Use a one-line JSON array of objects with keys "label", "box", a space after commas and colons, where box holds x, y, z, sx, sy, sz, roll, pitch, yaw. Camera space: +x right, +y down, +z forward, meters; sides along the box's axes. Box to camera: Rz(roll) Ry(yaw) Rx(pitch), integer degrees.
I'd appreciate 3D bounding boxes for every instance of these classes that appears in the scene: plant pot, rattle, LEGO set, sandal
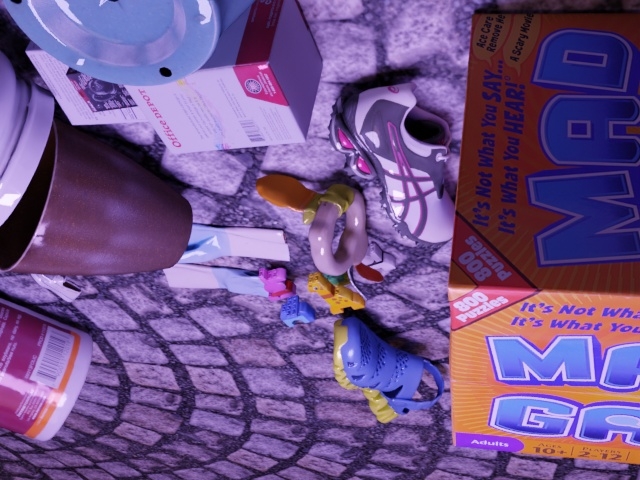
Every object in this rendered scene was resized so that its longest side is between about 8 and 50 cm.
[{"label": "plant pot", "box": [-0.304, -0.038, 1.264, 0.230, 0.215, 0.215, 16, 149, -35]}, {"label": "rattle", "box": [0.000, 0.000, 1.291, 0.143, 0.130, 0.199, -2, 154, 18]}, {"label": "plant pot", "box": [-0.147, -0.283, 0.782, 0.271, 0.255, 0.271, 7, 146, 5]}, {"label": "LEGO set", "box": [-0.007, 0.066, 1.386, 0.227, 0.087, 0.093, -17, 140, 26]}, {"label": "sandal", "box": [0.119, 0.219, 1.580, 0.138, 0.126, 0.317, -11, 149, 24]}]

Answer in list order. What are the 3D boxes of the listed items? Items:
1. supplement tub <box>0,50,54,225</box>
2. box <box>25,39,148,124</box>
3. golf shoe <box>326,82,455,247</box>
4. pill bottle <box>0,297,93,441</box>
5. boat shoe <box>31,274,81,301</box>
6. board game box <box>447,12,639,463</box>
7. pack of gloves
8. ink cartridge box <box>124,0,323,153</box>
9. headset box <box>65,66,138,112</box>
[{"label": "supplement tub", "box": [-0.502, -0.156, 1.041, 0.325, 0.235, 0.235, 26, 144, -33]}, {"label": "box", "box": [-0.256, -0.209, 1.086, 0.137, 0.072, 0.126, 0, 144, 17]}, {"label": "golf shoe", "box": [0.122, -0.086, 1.136, 0.120, 0.105, 0.273, -20, 136, 28]}, {"label": "pill bottle", "box": [-0.645, 0.205, 1.673, 0.392, 0.224, 0.224, 27, 143, -22]}, {"label": "boat shoe", "box": [-0.465, 0.071, 1.601, 0.035, 0.035, 0.100, -37, 124, 15]}, {"label": "board game box", "box": [0.331, 0.008, 0.979, 0.356, 0.356, 0.356, 3, 146, 11]}, {"label": "pack of gloves", "box": [-0.162, 0.047, 1.462, 0.232, 0.046, 0.195, 4, 145, 10]}, {"label": "ink cartridge box", "box": [-0.106, -0.189, 1.021, 0.176, 0.127, 0.128, -3, 145, 20]}, {"label": "headset box", "box": [-0.242, -0.180, 1.029, 0.083, 0.032, 0.062, -4, 142, 22]}]
